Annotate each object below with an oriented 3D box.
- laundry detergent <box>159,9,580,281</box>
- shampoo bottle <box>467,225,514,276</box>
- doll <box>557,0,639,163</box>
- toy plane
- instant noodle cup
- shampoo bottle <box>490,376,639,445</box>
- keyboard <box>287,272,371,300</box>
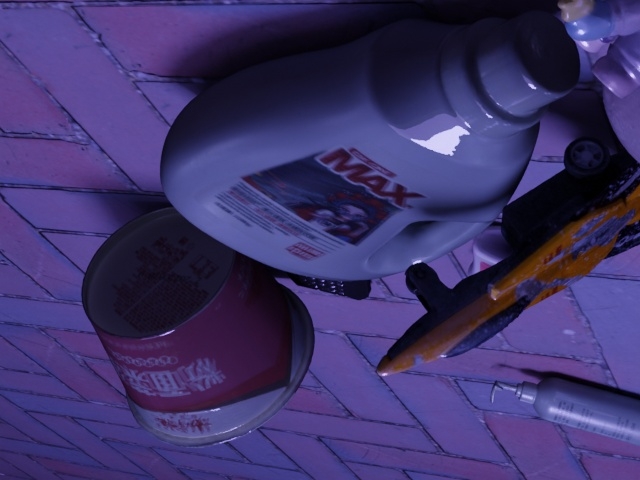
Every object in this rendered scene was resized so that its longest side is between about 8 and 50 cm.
[{"bbox_3d":[0.063,-0.077,1.090,0.264,0.124,0.398,29,151,-25],"label":"laundry detergent"},{"bbox_3d":[0.182,0.026,1.324,0.072,0.043,0.099,14,156,7],"label":"shampoo bottle"},{"bbox_3d":[0.213,-0.152,0.813,0.151,0.151,0.287,-2,144,37],"label":"doll"},{"bbox_3d":[0.170,0.005,1.045,0.316,0.103,0.204,-26,154,-6],"label":"toy plane"},{"bbox_3d":[-0.144,0.084,1.470,0.235,0.234,0.178,4,144,27],"label":"instant noodle cup"},{"bbox_3d":[0.303,0.197,1.605,0.195,0.056,0.056,16,156,4],"label":"shampoo bottle"},{"bbox_3d":[0.000,0.001,1.425,0.106,0.016,0.262,12,156,11],"label":"keyboard"}]
